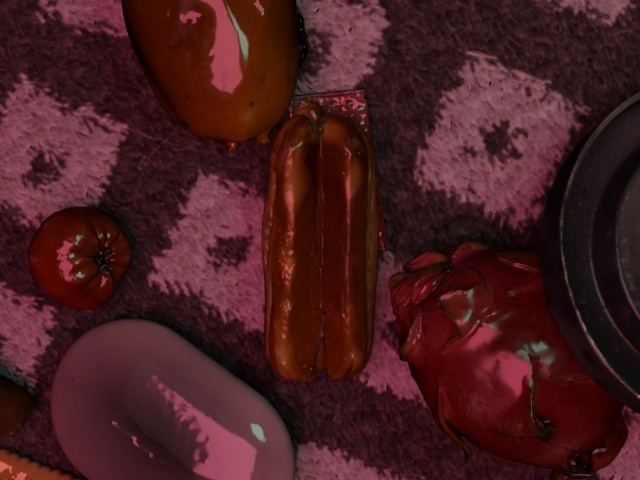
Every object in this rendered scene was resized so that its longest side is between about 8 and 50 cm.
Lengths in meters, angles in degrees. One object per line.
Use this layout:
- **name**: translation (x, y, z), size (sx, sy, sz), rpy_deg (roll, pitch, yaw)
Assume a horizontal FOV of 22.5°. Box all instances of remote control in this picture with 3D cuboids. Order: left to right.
- **remote control**: translation (-0.181, 0.236, 1.945), size (0.332, 0.103, 0.221), rpy_deg (36, 103, 8)

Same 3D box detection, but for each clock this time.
- **clock**: translation (0.416, 0.016, 1.712), size (0.386, 0.076, 0.386), rpy_deg (3, 79, -15)

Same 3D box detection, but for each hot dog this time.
- **hot dog**: translation (0.000, 0.000, 1.852), size (0.135, 0.100, 0.337), rpy_deg (0, 106, 1)

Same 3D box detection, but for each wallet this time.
- **wallet**: translation (0.016, -0.078, 1.891), size (0.103, 0.020, 0.196), rpy_deg (-6, 102, 14)

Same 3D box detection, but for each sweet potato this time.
- **sweet potato**: translation (-0.454, 0.119, 1.996), size (0.112, 0.085, 0.286), rpy_deg (-23, 86, -20)

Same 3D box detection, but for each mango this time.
- **mango**: translation (-0.120, -0.241, 1.813), size (0.201, 0.152, 0.287), rpy_deg (-14, 97, 24)

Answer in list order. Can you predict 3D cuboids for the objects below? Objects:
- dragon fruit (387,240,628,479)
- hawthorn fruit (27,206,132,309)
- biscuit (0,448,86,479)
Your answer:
- **dragon fruit**: translation (0.223, 0.133, 1.792), size (0.250, 0.250, 0.315), rpy_deg (-28, 89, 15)
- **hawthorn fruit**: translation (-0.297, 0.020, 1.918), size (0.140, 0.125, 0.125), rpy_deg (6, 103, 7)
- **biscuit**: translation (-0.427, 0.338, 2.057), size (0.249, 0.030, 0.160), rpy_deg (21, 105, 5)
